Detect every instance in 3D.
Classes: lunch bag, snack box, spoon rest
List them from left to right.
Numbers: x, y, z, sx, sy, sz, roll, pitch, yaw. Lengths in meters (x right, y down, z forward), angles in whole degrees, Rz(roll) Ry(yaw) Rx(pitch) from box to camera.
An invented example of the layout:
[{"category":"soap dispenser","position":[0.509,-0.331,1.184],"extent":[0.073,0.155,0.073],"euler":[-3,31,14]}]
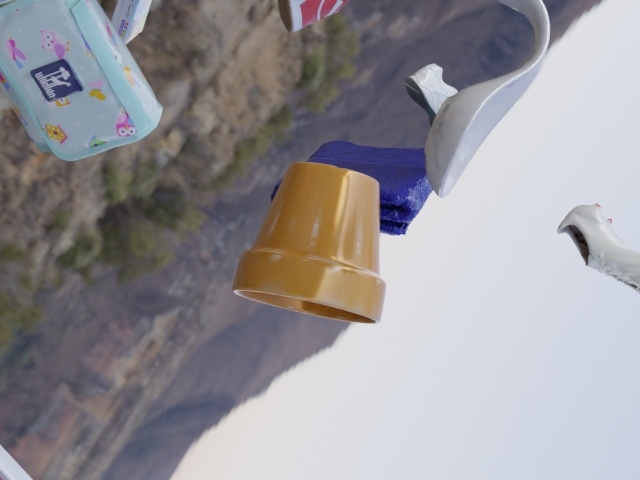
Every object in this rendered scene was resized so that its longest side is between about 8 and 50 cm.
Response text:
[{"category":"lunch bag","position":[-0.320,-0.226,1.591],"extent":[0.160,0.223,0.262],"euler":[-36,-155,-20]},{"category":"snack box","position":[-0.296,-0.395,2.054],"extent":[0.100,0.037,0.141],"euler":[-69,-177,-65]},{"category":"spoon rest","position":[0.194,-0.171,1.453],"extent":[0.137,0.084,0.276],"euler":[81,33,-71]}]

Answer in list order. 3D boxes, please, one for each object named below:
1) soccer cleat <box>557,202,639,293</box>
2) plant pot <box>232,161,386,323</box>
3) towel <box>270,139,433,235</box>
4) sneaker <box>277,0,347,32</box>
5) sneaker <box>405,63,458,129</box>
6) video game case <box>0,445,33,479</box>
[{"category":"soccer cleat","position":[0.423,0.031,1.822],"extent":[0.076,0.196,0.068],"euler":[-35,160,-23]},{"category":"plant pot","position":[0.000,0.000,1.726],"extent":[0.205,0.205,0.188],"euler":[141,-39,-79]},{"category":"towel","position":[0.070,-0.083,1.969],"extent":[0.308,0.227,0.076],"euler":[-45,138,-67]},{"category":"sneaker","position":[-0.008,-0.261,1.248],"extent":[0.067,0.042,0.118],"euler":[-22,147,-15]},{"category":"sneaker","position":[0.186,-0.194,1.890],"extent":[0.061,0.152,0.053],"euler":[-40,-154,-19]},{"category":"video game case","position":[-0.422,0.284,1.335],"extent":[0.285,0.204,0.025],"euler":[-33,-167,29]}]
